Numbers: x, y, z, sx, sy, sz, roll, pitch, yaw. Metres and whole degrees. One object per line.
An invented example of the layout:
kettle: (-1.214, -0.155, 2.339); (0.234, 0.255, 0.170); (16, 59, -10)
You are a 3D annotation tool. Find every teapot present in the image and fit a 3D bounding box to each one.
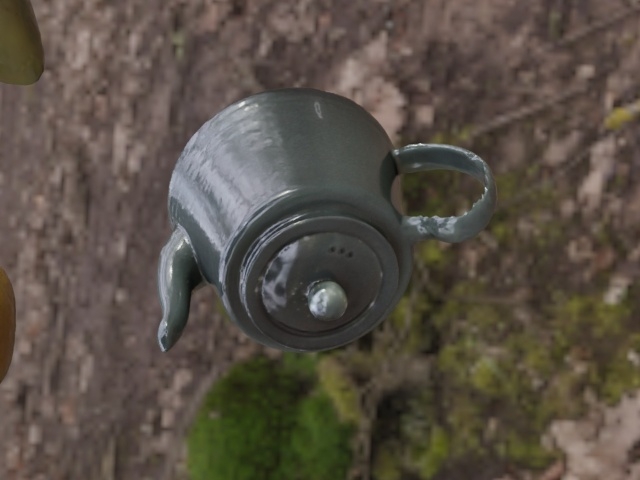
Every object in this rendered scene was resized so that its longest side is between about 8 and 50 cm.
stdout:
teapot: (0.000, 0.000, 1.086); (0.149, 0.239, 0.162); (-112, 2, -57)

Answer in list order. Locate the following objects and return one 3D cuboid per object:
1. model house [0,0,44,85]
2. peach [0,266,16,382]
model house: (-0.230, -0.196, 0.722); (0.267, 0.325, 0.194); (-43, 7, -7)
peach: (-0.307, 0.071, 1.249); (0.103, 0.179, 0.179); (40, -141, -45)
